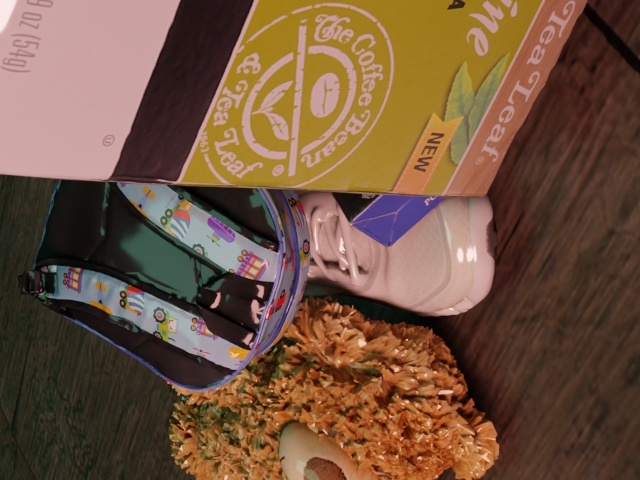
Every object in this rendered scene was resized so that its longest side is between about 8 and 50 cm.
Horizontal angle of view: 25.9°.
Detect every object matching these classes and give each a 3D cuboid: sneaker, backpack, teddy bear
[{"bbox_3d":[0.000,0.000,0.915,0.292,0.118,0.110,4,102,55],"label":"sneaker"},{"bbox_3d":[-0.075,0.000,0.835,0.173,0.117,0.158,29,110,30],"label":"backpack"},{"bbox_3d":[-0.017,0.157,0.975,0.338,0.113,0.245,-9,105,58],"label":"teddy bear"}]

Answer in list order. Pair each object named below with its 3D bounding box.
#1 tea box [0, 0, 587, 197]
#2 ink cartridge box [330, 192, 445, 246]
[{"bbox_3d":[-0.024,-0.214,0.630,0.220,0.324,0.329,47,123,38],"label":"tea box"},{"bbox_3d":[0.020,-0.103,0.849,0.097,0.046,0.207,-42,51,13],"label":"ink cartridge box"}]
